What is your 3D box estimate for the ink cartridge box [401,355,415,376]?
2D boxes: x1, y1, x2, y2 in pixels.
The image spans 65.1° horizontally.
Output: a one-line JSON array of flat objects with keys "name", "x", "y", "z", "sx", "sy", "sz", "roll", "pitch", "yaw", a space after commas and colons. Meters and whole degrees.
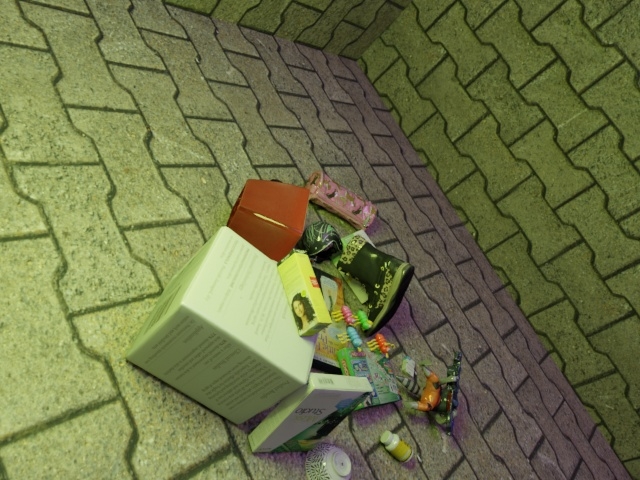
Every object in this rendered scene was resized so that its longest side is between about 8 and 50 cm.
[{"name": "ink cartridge box", "x": 0.374, "y": 0.541, "z": 2.135, "sx": 0.048, "sy": 0.028, "sz": 0.083, "roll": 41, "pitch": 35, "yaw": -14}]

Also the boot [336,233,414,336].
[{"name": "boot", "x": 0.194, "y": 0.182, "z": 2.056, "sx": 0.284, "sy": 0.377, "sz": 0.138, "roll": 37, "pitch": 36, "yaw": 25}]

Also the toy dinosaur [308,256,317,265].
[{"name": "toy dinosaur", "x": -0.057, "y": 0.079, "z": 2.036, "sx": 0.090, "sy": 0.082, "sz": 0.047, "roll": 60, "pitch": 36, "yaw": -68}]

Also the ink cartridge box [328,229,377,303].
[{"name": "ink cartridge box", "x": 0.207, "y": 0.141, "z": 2.240, "sx": 0.353, "sy": 0.119, "sz": 0.207, "roll": 55, "pitch": 34, "yaw": 9}]

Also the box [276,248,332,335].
[{"name": "box", "x": -0.048, "y": 0.144, "z": 1.402, "sx": 0.058, "sy": 0.087, "sz": 0.232, "roll": 12, "pitch": 47, "yaw": -45}]

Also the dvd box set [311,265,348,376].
[{"name": "dvd box set", "x": -0.031, "y": 0.277, "z": 1.894, "sx": 0.308, "sy": 0.062, "sz": 0.420, "roll": 28, "pitch": 40, "yaw": -30}]

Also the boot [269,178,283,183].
[{"name": "boot", "x": -0.175, "y": -0.207, "z": 2.204, "sx": 0.121, "sy": 0.045, "sz": 0.099, "roll": 32, "pitch": 41, "yaw": -26}]

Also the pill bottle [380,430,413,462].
[{"name": "pill bottle", "x": 0.273, "y": 0.740, "z": 1.804, "sx": 0.116, "sy": 0.065, "sz": 0.065, "roll": 42, "pitch": 35, "yaw": -12}]

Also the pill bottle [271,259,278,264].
[{"name": "pill bottle", "x": -0.203, "y": 0.158, "z": 1.771, "sx": 0.108, "sy": 0.108, "sz": 0.180, "roll": 42, "pitch": 36, "yaw": -12}]

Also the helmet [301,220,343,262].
[{"name": "helmet", "x": 0.000, "y": 0.000, "z": 2.105, "sx": 0.161, "sy": 0.169, "sz": 0.169, "roll": 39, "pitch": 33, "yaw": -42}]

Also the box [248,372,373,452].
[{"name": "box", "x": -0.030, "y": 0.505, "z": 1.454, "sx": 0.232, "sy": 0.322, "sz": 0.058, "roll": 17, "pitch": 34, "yaw": -38}]

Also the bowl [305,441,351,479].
[{"name": "bowl", "x": 0.043, "y": 0.705, "z": 1.564, "sx": 0.170, "sy": 0.080, "sz": 0.170, "roll": 30, "pitch": 38, "yaw": -27}]

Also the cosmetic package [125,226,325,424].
[{"name": "cosmetic package", "x": -0.255, "y": 0.248, "z": 1.433, "sx": 0.394, "sy": 0.329, "sz": 0.327, "roll": 39, "pitch": 35, "yaw": -18}]

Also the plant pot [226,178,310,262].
[{"name": "plant pot", "x": -0.213, "y": -0.072, "z": 1.869, "sx": 0.236, "sy": 0.267, "sz": 0.267, "roll": 24, "pitch": 41, "yaw": -14}]

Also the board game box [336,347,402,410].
[{"name": "board game box", "x": 0.188, "y": 0.510, "z": 1.875, "sx": 0.317, "sy": 0.046, "sz": 0.213, "roll": 18, "pitch": 48, "yaw": -54}]

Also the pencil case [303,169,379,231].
[{"name": "pencil case", "x": 0.094, "y": -0.183, "z": 2.388, "sx": 0.386, "sy": 0.167, "sz": 0.160, "roll": 30, "pitch": 74, "yaw": -26}]

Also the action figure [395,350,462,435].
[{"name": "action figure", "x": 0.465, "y": 0.593, "z": 2.049, "sx": 0.330, "sy": 0.179, "sz": 0.341, "roll": 44, "pitch": 54, "yaw": -40}]

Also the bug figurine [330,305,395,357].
[{"name": "bug figurine", "x": 0.158, "y": 0.342, "z": 1.900, "sx": 0.279, "sy": 0.072, "sz": 0.216, "roll": 23, "pitch": 27, "yaw": -48}]
